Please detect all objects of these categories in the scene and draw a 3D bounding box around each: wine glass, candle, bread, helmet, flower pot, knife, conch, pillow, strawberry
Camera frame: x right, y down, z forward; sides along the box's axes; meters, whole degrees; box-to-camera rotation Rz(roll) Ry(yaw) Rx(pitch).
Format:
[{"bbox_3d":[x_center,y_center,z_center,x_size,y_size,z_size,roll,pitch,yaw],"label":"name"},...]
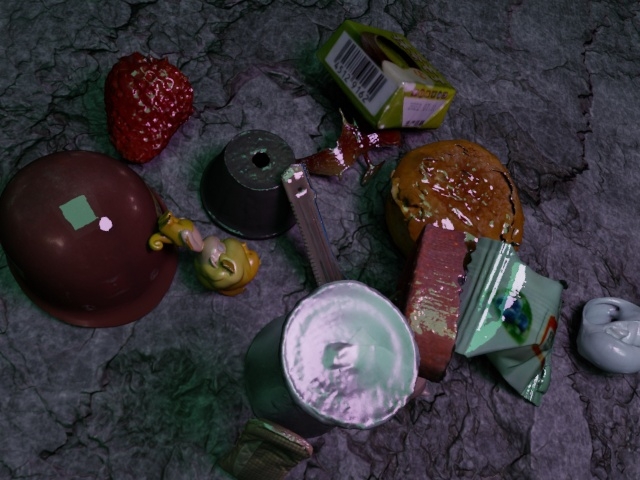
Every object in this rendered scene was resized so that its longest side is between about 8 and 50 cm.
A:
[{"bbox_3d":[-0.001,0.224,0.772,0.266,0.406,0.267,4,69,-10],"label":"wine glass"},{"bbox_3d":[0.200,0.109,0.860,0.131,0.317,0.288,16,103,6],"label":"candle"},{"bbox_3d":[0.328,-0.073,1.087,0.358,0.204,0.337,-14,70,-23],"label":"bread"},{"bbox_3d":[-0.468,-0.032,0.855,0.337,0.230,0.385,-25,75,-22],"label":"helmet"},{"bbox_3d":[-0.147,-0.150,1.018,0.268,0.166,0.269,5,68,-14],"label":"flower pot"},{"bbox_3d":[-0.004,0.000,0.979,0.089,0.043,0.366,-30,109,-26],"label":"knife"},{"bbox_3d":[0.749,0.241,1.108,0.221,0.121,0.185,-32,75,-30],"label":"conch"},{"bbox_3d":[-0.105,0.399,0.793,0.135,0.211,0.034,28,34,-1],"label":"pillow"},{"bbox_3d":[-0.415,-0.302,1.021,0.205,0.205,0.245,12,88,-9],"label":"strawberry"}]

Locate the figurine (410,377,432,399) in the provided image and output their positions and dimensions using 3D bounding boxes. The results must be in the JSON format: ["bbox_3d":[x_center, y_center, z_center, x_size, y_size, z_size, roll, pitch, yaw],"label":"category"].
[{"bbox_3d":[0.172,0.297,0.945,0.137,0.125,0.125,-25,76,-11],"label":"figurine"}]

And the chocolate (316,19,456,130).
[{"bbox_3d":[0.187,-0.442,1.166,0.288,0.137,0.301,-13,62,-43],"label":"chocolate"}]

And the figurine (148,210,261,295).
[{"bbox_3d":[-0.236,0.030,0.919,0.131,0.156,0.246,-48,119,3],"label":"figurine"}]

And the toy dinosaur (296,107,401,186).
[{"bbox_3d":[0.102,-0.272,1.178,0.206,0.112,0.327,42,74,-24],"label":"toy dinosaur"}]

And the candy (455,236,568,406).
[{"bbox_3d":[0.451,0.200,0.982,0.397,0.172,0.263,37,81,-37],"label":"candy"}]
